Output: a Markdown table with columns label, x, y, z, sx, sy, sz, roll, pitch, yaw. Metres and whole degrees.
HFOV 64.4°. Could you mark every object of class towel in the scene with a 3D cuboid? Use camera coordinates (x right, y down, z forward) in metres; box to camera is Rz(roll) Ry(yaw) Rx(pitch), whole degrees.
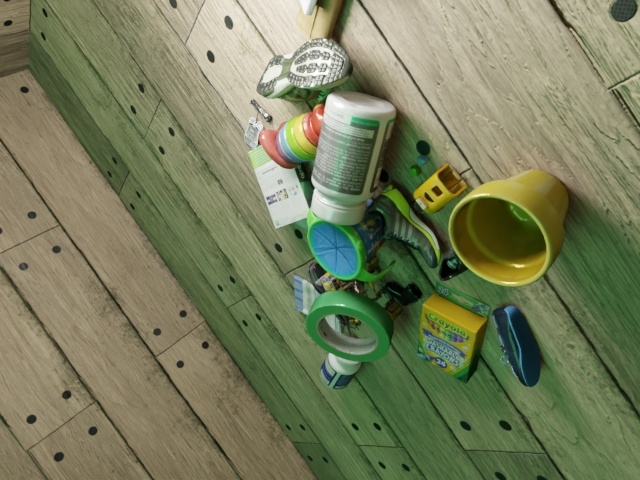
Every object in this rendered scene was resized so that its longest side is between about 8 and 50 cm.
| label | x | y | z | sx | sy | sz | roll | pitch | yaw |
| --- | --- | --- | --- | --- | --- | --- | --- | --- | --- |
| towel | -0.014 | 0.290 | 2.286 | 0.285 | 0.034 | 0.209 | 28 | 136 | 33 |

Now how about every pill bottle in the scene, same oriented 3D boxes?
| label | x | y | z | sx | sy | sz | roll | pitch | yaw |
| --- | --- | --- | --- | --- | --- | --- | --- | --- | --- |
| pill bottle | 0.086 | -0.241 | 1.515 | 0.204 | 0.204 | 0.361 | 31 | 124 | 29 |
| pill bottle | 0.097 | 0.551 | 2.273 | 0.153 | 0.153 | 0.265 | 42 | 143 | 16 |

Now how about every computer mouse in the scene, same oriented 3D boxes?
| label | x | y | z | sx | sy | sz | roll | pitch | yaw |
| --- | --- | --- | --- | --- | --- | --- | --- | --- | --- |
| computer mouse | -0.244 | -0.435 | 1.939 | 0.106 | 0.042 | 0.193 | 40 | 137 | 11 |

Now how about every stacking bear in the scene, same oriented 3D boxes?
| label | x | y | z | sx | sy | sz | roll | pitch | yaw |
| --- | --- | --- | --- | --- | --- | --- | --- | --- | --- |
| stacking bear | -0.036 | -0.355 | 1.675 | 0.289 | 0.175 | 0.164 | -19 | 102 | 46 |

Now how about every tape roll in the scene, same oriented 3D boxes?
| label | x | y | z | sx | sy | sz | roll | pitch | yaw |
| --- | --- | --- | --- | --- | --- | --- | --- | --- | --- |
| tape roll | 0.107 | 0.321 | 1.879 | 0.321 | 0.077 | 0.321 | 13 | 136 | 13 |

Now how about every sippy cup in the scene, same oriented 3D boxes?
| label | x | y | z | sx | sy | sz | roll | pitch | yaw |
| --- | --- | --- | --- | --- | --- | --- | --- | --- | --- |
| sippy cup | 0.113 | -0.021 | 1.715 | 0.240 | 0.224 | 0.306 | 0 | 119 | 48 |

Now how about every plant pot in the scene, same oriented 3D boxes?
| label | x | y | z | sx | sy | sz | roll | pitch | yaw |
| --- | --- | --- | --- | --- | --- | --- | --- | --- | --- |
| plant pot | 0.486 | -0.052 | 1.249 | 0.254 | 0.239 | 0.254 | 29 | 137 | 31 |

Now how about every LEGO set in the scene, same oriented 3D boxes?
| label | x | y | z | sx | sy | sz | roll | pitch | yaw |
| --- | --- | --- | --- | --- | --- | --- | --- | --- | --- |
| LEGO set | 0.133 | 0.217 | 1.917 | 0.255 | 0.192 | 0.331 | 1 | 120 | 49 |

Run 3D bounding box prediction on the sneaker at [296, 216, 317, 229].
| label | x | y | z | sx | sy | sz | roll | pitch | yaw |
| --- | --- | --- | --- | --- | --- | --- | --- | --- | --- |
| sneaker | -0.030 | -0.066 | 1.985 | 0.212 | 0.080 | 0.094 | 25 | 149 | 42 |

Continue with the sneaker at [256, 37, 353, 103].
| label | x | y | z | sx | sy | sz | roll | pitch | yaw |
| --- | --- | --- | --- | --- | --- | --- | --- | --- | --- |
| sneaker | -0.019 | -0.493 | 1.554 | 0.410 | 0.182 | 0.158 | 14 | 85 | 51 |

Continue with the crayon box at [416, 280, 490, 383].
| label | x | y | z | sx | sy | sz | roll | pitch | yaw |
| --- | --- | --- | --- | --- | --- | --- | --- | --- | --- |
| crayon box | 0.446 | 0.317 | 1.739 | 0.203 | 0.083 | 0.323 | 27 | 136 | 33 |

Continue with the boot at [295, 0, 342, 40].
| label | x | y | z | sx | sy | sz | roll | pitch | yaw |
| --- | --- | --- | --- | --- | --- | --- | --- | --- | --- |
| boot | 0.048 | -0.650 | 1.389 | 0.236 | 0.089 | 0.269 | 56 | 146 | 20 |

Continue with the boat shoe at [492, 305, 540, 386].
| label | x | y | z | sx | sy | sz | roll | pitch | yaw |
| --- | --- | --- | --- | --- | --- | --- | --- | --- | --- |
| boat shoe | 0.604 | 0.320 | 1.566 | 0.089 | 0.109 | 0.258 | -10 | 95 | 59 |

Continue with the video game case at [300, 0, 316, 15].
| label | x | y | z | sx | sy | sz | roll | pitch | yaw |
| --- | --- | --- | --- | --- | --- | --- | --- | --- | --- |
| video game case | -0.023 | -0.756 | 1.339 | 0.227 | 0.026 | 0.206 | 121 | 141 | -52 |

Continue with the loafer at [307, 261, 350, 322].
| label | x | y | z | sx | sy | sz | roll | pitch | yaw |
| --- | --- | --- | --- | --- | --- | --- | --- | --- | --- |
| loafer | 0.064 | 0.206 | 2.075 | 0.095 | 0.109 | 0.303 | -15 | 115 | 46 |

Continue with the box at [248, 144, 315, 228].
| label | x | y | z | sx | sy | sz | roll | pitch | yaw |
| --- | --- | --- | --- | --- | --- | --- | --- | --- | --- |
| box | -0.139 | -0.222 | 1.916 | 0.232 | 0.058 | 0.322 | -15 | 97 | 48 |

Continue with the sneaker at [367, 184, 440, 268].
| label | x | y | z | sx | sy | sz | roll | pitch | yaw |
| --- | --- | --- | --- | --- | --- | --- | --- | --- | --- |
| sneaker | 0.262 | -0.026 | 1.609 | 0.300 | 0.121 | 0.111 | 52 | 169 | 8 |

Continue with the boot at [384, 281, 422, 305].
| label | x | y | z | sx | sy | sz | roll | pitch | yaw |
| --- | --- | --- | --- | --- | --- | --- | --- | --- | --- |
| boot | 0.299 | 0.182 | 1.826 | 0.121 | 0.045 | 0.099 | 45 | 147 | 1 |

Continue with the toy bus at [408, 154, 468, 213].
| label | x | y | z | sx | sy | sz | roll | pitch | yaw |
| --- | --- | --- | --- | --- | --- | --- | --- | --- | --- |
| toy bus | 0.325 | -0.131 | 1.482 | 0.191 | 0.104 | 0.202 | 19 | 132 | 40 |

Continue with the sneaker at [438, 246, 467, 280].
| label | x | y | z | sx | sy | sz | roll | pitch | yaw |
| --- | --- | --- | --- | --- | --- | --- | --- | --- | --- |
| sneaker | 0.436 | 0.036 | 1.497 | 0.101 | 0.106 | 0.267 | 44 | 142 | 16 |
